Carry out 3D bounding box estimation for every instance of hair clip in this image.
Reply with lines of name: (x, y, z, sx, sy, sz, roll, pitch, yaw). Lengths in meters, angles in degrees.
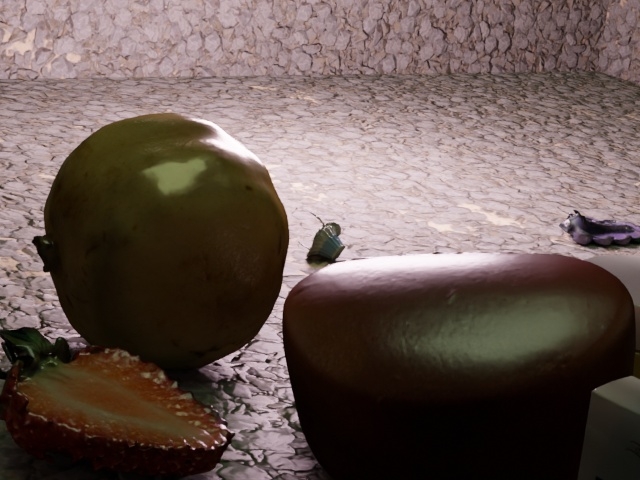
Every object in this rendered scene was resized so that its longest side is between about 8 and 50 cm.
hair clip: (0.527, -0.029, 2.509, 0.195, 0.052, 0.124, 2, 24, -30)

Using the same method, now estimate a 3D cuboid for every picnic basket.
picnic basket: (0.000, 0.000, 2.212, 0.083, 0.065, 0.083, 38, 38, 18)

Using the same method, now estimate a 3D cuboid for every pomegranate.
pomegranate: (-0.206, 0.003, 1.719, 0.333, 0.332, 0.332, 6, 18, -2)

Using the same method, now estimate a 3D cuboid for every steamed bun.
steamed bun: (0.146, 0.155, 1.448, 0.379, 0.235, 0.248, 0, 38, 10)

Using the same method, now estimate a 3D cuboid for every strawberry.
strawberry: (-0.241, 0.198, 1.459, 0.286, 0.106, 0.188, 25, 26, 12)

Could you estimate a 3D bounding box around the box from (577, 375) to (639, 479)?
box: (0.304, 0.263, 1.214, 0.067, 0.242, 0.155, -12, 27, -40)

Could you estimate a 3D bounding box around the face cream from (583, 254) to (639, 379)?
face cream: (0.424, 0.138, 1.742, 0.218, 0.179, 0.218, 6, 18, -2)
